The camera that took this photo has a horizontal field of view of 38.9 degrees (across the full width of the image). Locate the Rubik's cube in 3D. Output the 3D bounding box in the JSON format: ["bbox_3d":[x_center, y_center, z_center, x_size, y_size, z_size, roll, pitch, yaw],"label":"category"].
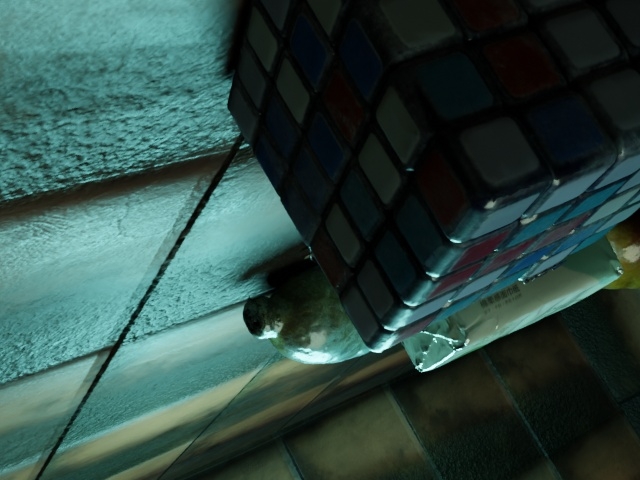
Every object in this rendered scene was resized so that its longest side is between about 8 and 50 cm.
[{"bbox_3d":[0.123,-0.124,0.754,0.291,0.293,0.287,-21,161,-23],"label":"Rubik's cube"}]

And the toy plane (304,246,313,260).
[{"bbox_3d":[0.000,0.000,1.364,0.049,0.031,0.121,-21,160,-11],"label":"toy plane"}]

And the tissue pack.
[{"bbox_3d":[0.268,0.017,1.449,0.356,0.266,0.194,-20,166,-29],"label":"tissue pack"}]

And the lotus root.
[{"bbox_3d":[0.008,0.128,1.528,0.175,0.175,0.349,-38,161,26],"label":"lotus root"}]

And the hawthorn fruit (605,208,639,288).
[{"bbox_3d":[0.630,-0.030,1.938,0.267,0.268,0.301,-29,154,-2],"label":"hawthorn fruit"}]
